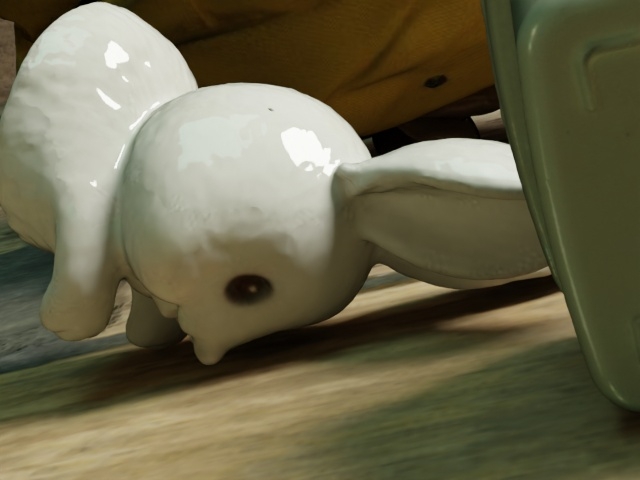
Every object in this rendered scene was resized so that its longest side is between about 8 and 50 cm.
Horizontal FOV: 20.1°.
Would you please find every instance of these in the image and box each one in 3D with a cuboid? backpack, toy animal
[{"bbox_3d":[0.014,-0.133,0.960,0.378,0.201,0.353,-17,4,41],"label":"backpack"},{"bbox_3d":[-0.002,0.000,0.638,0.221,0.131,0.104,17,-16,24],"label":"toy animal"}]

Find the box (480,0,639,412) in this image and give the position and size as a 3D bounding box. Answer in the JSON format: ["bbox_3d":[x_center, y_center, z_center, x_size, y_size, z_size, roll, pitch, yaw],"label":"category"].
[{"bbox_3d":[0.151,-0.044,0.480,0.210,0.148,0.129,-12,21,10],"label":"box"}]
